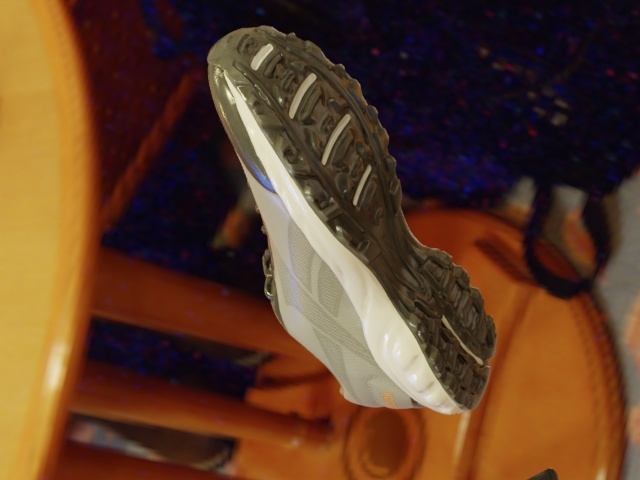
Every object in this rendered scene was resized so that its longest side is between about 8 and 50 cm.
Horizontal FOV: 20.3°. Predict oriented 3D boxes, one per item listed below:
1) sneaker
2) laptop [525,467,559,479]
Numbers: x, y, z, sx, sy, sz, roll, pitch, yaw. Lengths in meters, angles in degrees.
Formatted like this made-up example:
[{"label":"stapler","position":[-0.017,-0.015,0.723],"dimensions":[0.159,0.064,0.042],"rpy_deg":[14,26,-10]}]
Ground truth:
[{"label":"sneaker","position":[0.000,0.000,1.032],"dimensions":[0.108,0.271,0.100],"rpy_deg":[-11,32,32]},{"label":"laptop","position":[-0.028,0.231,0.688],"dimensions":[0.136,0.264,0.234],"rpy_deg":[90,175,-59]}]
